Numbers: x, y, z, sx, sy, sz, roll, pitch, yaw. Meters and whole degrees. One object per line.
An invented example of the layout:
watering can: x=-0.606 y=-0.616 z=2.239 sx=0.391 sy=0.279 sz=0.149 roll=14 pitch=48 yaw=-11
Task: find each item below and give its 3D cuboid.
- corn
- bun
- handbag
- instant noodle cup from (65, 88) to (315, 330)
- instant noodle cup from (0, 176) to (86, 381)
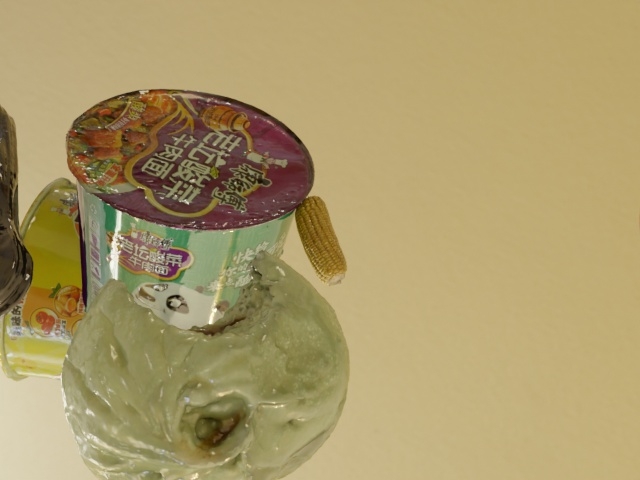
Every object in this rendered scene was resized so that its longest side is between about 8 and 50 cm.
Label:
corn: x=0.000 y=0.000 z=1.270 sx=0.037 sy=0.092 sz=0.037 roll=-19 pitch=157 yaw=-8
bun: x=-0.076 y=0.105 z=0.936 sx=0.212 sy=0.204 sz=0.126 roll=-38 pitch=-154 yaw=-9
handbag: x=-0.360 y=0.000 z=1.238 sx=0.191 sy=0.332 sz=0.075 roll=-34 pitch=131 yaw=11
instant noodle cup: x=-0.143 y=-0.012 z=1.342 sx=0.251 sy=0.251 sz=0.190 roll=-50 pitch=158 yaw=-51
instant noodle cup: x=-0.257 y=0.071 z=1.612 sx=0.264 sy=0.200 sz=0.264 roll=14 pitch=90 yaw=-83
